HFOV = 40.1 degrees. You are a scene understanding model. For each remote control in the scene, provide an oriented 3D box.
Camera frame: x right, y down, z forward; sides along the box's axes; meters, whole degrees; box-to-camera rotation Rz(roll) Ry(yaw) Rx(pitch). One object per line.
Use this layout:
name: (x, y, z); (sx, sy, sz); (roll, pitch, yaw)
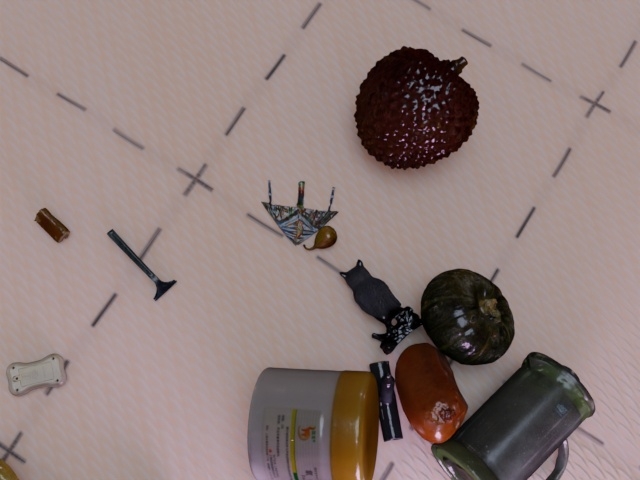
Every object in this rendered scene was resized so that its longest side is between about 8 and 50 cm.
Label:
remote control: (-0.608, 0.288, 1.878); (0.122, 0.032, 0.074); (-12, 77, -7)

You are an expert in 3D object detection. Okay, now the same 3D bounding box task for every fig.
fig: (0.000, 0.000, 2.004); (0.083, 0.050, 0.050); (-29, 79, 6)

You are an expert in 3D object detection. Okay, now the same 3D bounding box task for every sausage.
sausage: (0.226, 0.317, 1.847); (0.133, 0.133, 0.258); (-6, 33, -6)

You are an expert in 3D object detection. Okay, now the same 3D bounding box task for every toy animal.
toy animal: (0.121, 0.138, 1.940); (0.121, 0.117, 0.210); (-41, 84, -7)

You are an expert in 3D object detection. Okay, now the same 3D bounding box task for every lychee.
lychee: (0.220, -0.302, 1.994); (0.304, 0.275, 0.276); (-44, 82, 12)

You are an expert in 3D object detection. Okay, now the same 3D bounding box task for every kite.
kite: (-0.049, -0.064, 2.031); (0.182, 0.010, 0.160); (6, 74, -3)

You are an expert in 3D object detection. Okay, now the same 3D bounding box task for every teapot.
teapot: (0.436, 0.418, 1.865); (0.337, 0.200, 0.270); (-41, 108, -15)

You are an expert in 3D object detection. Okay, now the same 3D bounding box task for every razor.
razor: (-0.408, 0.045, 1.960); (0.066, 0.033, 0.190); (-42, 82, -14)

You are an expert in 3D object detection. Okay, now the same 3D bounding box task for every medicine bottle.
medicine bottle: (-0.009, 0.380, 1.776); (0.231, 0.238, 0.238); (0, 74, 12)

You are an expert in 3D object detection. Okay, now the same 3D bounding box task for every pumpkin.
pumpkin: (0.323, 0.165, 1.910); (0.223, 0.157, 0.224); (21, 49, -27)

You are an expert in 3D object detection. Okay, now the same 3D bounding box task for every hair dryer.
hair dryer: (0.144, 0.334, 1.847); (0.050, 0.195, 0.173); (-11, 76, -2)

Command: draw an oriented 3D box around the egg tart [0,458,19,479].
egg tart: (-0.717, 0.561, 1.748); (0.288, 0.118, 0.288); (3, 69, -7)

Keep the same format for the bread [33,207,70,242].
bread: (-0.600, -0.035, 1.960); (0.083, 0.047, 0.036); (43, 45, 5)
